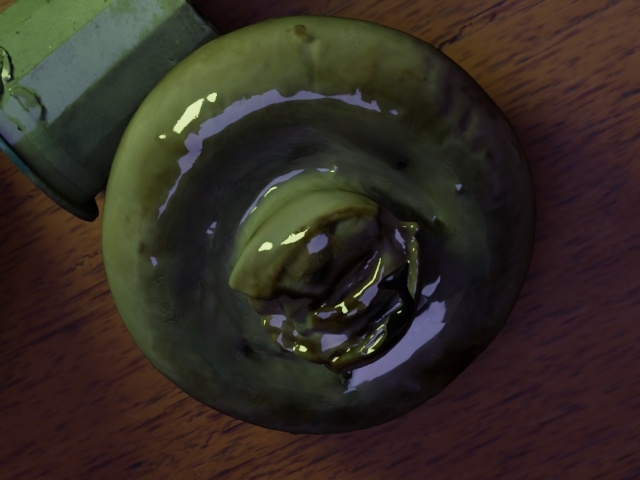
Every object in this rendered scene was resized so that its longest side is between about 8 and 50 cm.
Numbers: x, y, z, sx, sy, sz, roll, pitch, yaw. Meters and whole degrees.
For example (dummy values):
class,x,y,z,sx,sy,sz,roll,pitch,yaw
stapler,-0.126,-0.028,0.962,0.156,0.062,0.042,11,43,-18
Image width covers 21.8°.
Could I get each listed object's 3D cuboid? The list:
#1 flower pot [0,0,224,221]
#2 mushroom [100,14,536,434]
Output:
class,x,y,z,sx,sy,sz,roll,pitch,yaw
flower pot,-0.201,-0.160,1.455,0.202,0.212,0.212,-43,89,2
mushroom,0.000,0.000,1.361,0.362,0.294,0.362,-2,113,-5
